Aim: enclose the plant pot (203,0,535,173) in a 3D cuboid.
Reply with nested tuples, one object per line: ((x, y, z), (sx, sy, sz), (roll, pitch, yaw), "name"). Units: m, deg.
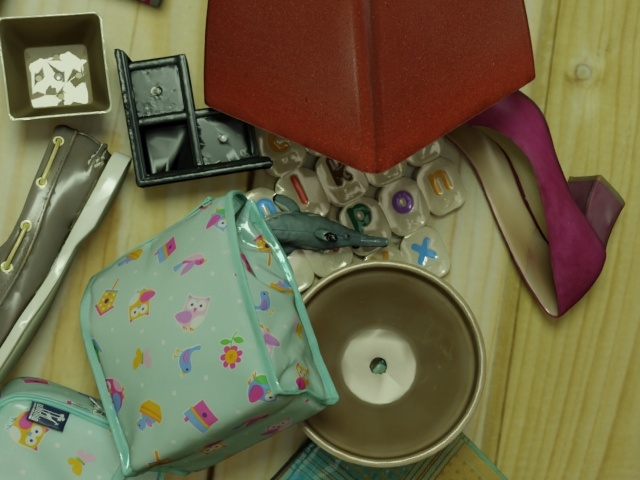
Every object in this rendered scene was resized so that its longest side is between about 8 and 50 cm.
((0.043, -0.260, 0.928), (0.267, 0.267, 0.235), (-32, 133, -33), "plant pot")

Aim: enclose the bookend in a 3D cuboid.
((-0.145, -0.149, 1.052), (0.157, 0.072, 0.156), (-8, 93, -5), "bookend")

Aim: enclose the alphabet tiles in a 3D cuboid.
((0.040, -0.049, 1.142), (0.284, 0.021, 0.278), (-28, 99, -11), "alphabet tiles")

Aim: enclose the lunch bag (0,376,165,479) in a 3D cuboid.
((-0.306, 0.306, 1.031), (0.224, 0.108, 0.279), (24, 87, -14), "lunch bag")

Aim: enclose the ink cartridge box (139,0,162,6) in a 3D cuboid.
((-0.305, -0.403, 1.019), (0.311, 0.065, 0.185), (15, 89, -12), "ink cartridge box")

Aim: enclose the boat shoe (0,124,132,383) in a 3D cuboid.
((-0.329, 0.025, 1.011), (0.097, 0.116, 0.324), (30, 82, -9), "boat shoe")

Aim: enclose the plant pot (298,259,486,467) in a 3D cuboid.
((0.072, 0.147, 1.078), (0.237, 0.110, 0.237), (-1, 79, 2), "plant pot")

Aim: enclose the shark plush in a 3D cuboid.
((0.000, 0.000, 1.088), (0.161, 0.067, 0.073), (21, 88, -14), "shark plush")

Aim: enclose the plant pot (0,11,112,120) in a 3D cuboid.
((-0.294, -0.188, 1.013), (0.109, 0.096, 0.109), (-7, 94, -13), "plant pot")

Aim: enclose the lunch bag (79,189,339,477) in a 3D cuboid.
((-0.133, 0.098, 0.997), (0.223, 0.160, 0.262), (-31, 63, 19), "lunch bag")

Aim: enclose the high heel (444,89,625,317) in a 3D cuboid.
((0.223, -0.068, 1.125), (0.377, 0.127, 0.181), (34, 74, -16), "high heel")

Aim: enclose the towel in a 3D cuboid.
((0.114, 0.368, 1.176), (0.370, 0.040, 0.271), (45, 83, -13), "towel")
